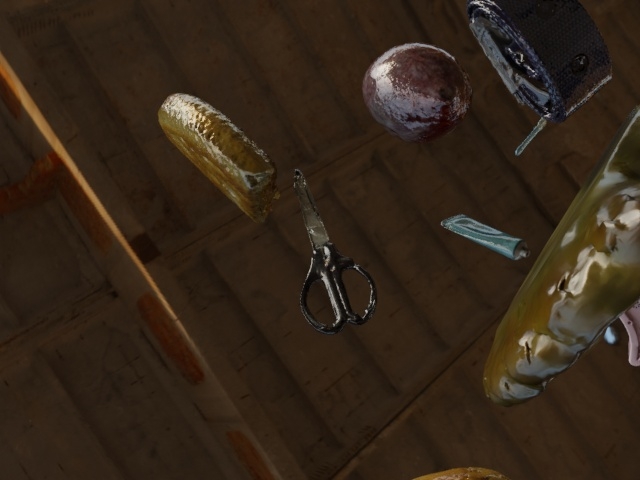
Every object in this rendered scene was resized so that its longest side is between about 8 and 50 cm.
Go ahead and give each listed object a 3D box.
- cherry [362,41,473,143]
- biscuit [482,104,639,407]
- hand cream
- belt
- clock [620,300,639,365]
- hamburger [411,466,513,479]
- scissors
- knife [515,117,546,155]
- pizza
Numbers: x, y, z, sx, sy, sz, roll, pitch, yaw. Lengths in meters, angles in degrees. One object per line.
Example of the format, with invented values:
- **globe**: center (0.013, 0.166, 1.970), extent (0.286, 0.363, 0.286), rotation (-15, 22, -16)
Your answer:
- **cherry**: center (0.218, -0.323, 1.287), extent (0.203, 0.300, 0.230), rotation (-41, -66, -9)
- **biscuit**: center (0.233, -0.004, 0.473), extent (0.078, 0.335, 0.329), rotation (34, -92, 17)
- **hand cream**: center (0.381, -0.011, 1.337), extent (0.083, 0.224, 0.048), rotation (-19, -58, -29)
- **belt**: center (0.322, -0.294, 0.844), extent (0.126, 0.139, 0.230), rotation (-42, -76, 1)
- **clock**: center (0.733, 0.148, 1.350), extent (0.080, 0.276, 0.290), rotation (-45, -43, -56)
- **hamburger**: center (0.215, 0.429, 0.790), extent (0.244, 0.245, 0.162), rotation (-43, -42, -30)
- **scissors**: center (0.000, 0.000, 0.869), extent (0.109, 0.022, 0.299), rotation (-22, -123, 6)
- **knife**: center (0.434, -0.215, 1.208), extent (0.096, 0.010, 0.027), rotation (-50, -39, 1)
- **pizza**: center (-0.167, -0.155, 0.908), extent (0.258, 0.268, 0.087), rotation (42, -98, 2)
